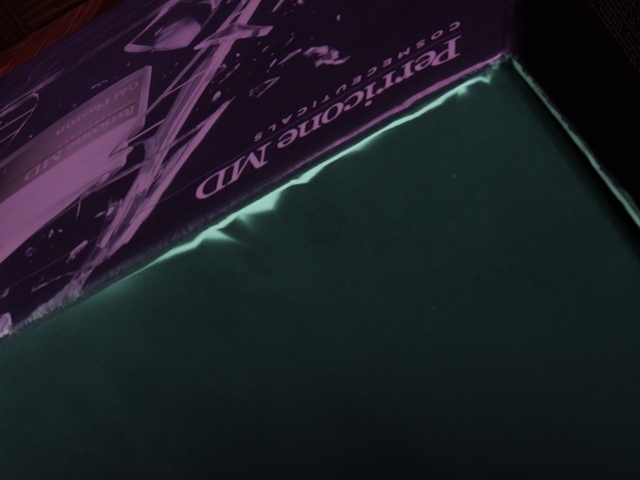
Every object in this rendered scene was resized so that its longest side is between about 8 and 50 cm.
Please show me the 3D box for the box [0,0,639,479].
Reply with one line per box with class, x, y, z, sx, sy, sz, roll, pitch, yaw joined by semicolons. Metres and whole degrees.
box;0.000;0.000;1.212;0.480;0.297;0.471;-29;25;22
